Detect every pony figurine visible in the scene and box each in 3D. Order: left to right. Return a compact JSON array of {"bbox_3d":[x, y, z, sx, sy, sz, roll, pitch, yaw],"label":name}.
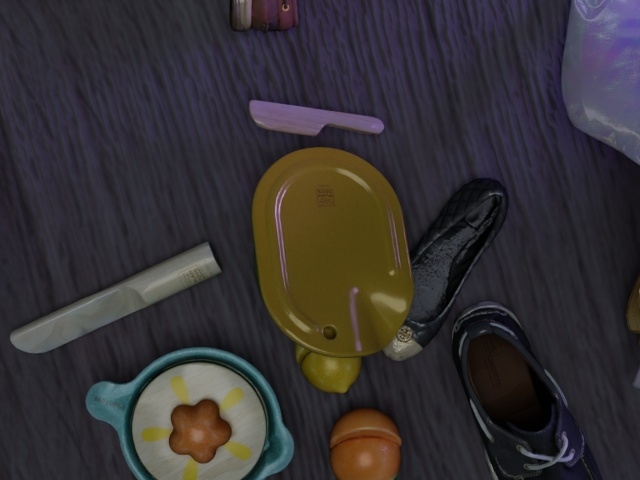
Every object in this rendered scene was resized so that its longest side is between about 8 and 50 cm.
[{"bbox_3d":[0.314,-0.070,1.215,0.302,0.363,0.351,18,80,5],"label":"pony figurine"}]

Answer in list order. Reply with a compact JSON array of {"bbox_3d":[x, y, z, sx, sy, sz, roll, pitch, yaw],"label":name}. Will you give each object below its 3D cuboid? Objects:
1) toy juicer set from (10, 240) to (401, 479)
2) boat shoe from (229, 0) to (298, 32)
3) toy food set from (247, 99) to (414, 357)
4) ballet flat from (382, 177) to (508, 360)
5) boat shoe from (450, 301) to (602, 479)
[{"bbox_3d":[-0.073,0.125,1.325,0.329,0.089,0.209,44,94,-4],"label":"toy juicer set"},{"bbox_3d":[-0.037,-0.255,1.303,0.060,0.064,0.178,5,102,-6],"label":"boat shoe"},{"bbox_3d":[0.000,0.000,1.314,0.128,0.071,0.218,0,69,-17],"label":"toy food set"},{"bbox_3d":[0.098,0.022,1.336,0.057,0.049,0.173,29,95,-2],"label":"ballet flat"},{"bbox_3d":[0.174,0.165,1.338,0.084,0.079,0.233,-26,97,0],"label":"boat shoe"}]
